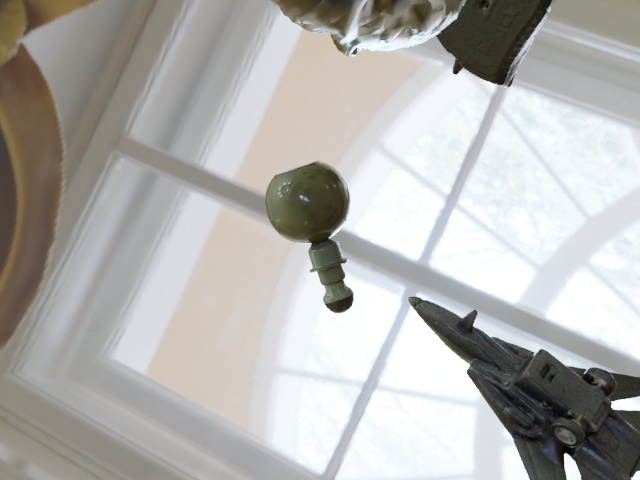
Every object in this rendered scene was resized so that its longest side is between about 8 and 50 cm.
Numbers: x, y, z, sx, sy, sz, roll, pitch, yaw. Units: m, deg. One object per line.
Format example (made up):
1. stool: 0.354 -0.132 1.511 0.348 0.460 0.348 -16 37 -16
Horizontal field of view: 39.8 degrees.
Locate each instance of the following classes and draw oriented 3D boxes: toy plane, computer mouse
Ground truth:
1. toy plane: 0.197 0.131 0.843 0.212 0.267 0.088 -44 -6 -35
2. computer mouse: 0.207 -0.283 0.998 0.088 0.147 0.264 -29 -18 -28

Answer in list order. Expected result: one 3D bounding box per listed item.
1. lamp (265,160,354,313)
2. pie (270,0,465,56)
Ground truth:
1. lamp: 0.000 0.000 0.935 0.091 0.091 0.163 -26 -80 -62
2. pie: -0.015 -0.240 0.371 0.339 0.077 0.339 19 -116 -47
